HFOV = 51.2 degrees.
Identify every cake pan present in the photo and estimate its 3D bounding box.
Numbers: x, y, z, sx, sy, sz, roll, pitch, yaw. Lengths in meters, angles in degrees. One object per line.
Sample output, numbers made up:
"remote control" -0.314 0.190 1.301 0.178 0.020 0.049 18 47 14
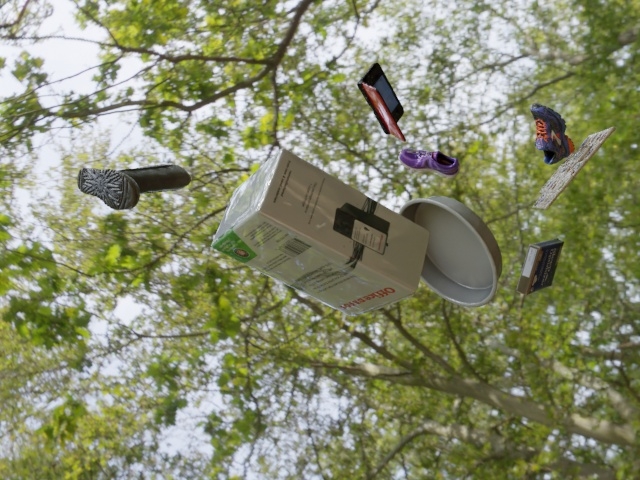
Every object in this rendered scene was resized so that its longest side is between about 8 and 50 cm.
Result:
"cake pan" 0.299 0.020 1.537 0.054 0.293 0.293 -35 -68 -26

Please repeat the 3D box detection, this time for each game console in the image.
"game console" 0.152 -0.303 1.455 0.124 0.085 0.144 -55 -53 -29

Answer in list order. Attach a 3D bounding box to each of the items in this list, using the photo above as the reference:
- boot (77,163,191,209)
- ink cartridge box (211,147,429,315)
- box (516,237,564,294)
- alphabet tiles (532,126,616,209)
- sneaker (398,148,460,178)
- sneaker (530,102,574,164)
"boot" -0.341 -0.109 1.312 0.208 0.190 0.076 -1 -70 -50
"ink cartridge box" 0.000 0.000 0.786 0.208 0.153 0.087 29 -118 -19
"box" 0.619 0.068 1.855 0.225 0.036 0.136 -9 -65 -52
"alphabet tiles" 0.512 -0.144 1.386 0.009 0.237 0.198 39 -81 5
"sneaker" 0.293 -0.222 1.790 0.071 0.170 0.068 74 -146 -60
"sneaker" 0.639 -0.294 1.869 0.087 0.083 0.221 -43 -57 -2
